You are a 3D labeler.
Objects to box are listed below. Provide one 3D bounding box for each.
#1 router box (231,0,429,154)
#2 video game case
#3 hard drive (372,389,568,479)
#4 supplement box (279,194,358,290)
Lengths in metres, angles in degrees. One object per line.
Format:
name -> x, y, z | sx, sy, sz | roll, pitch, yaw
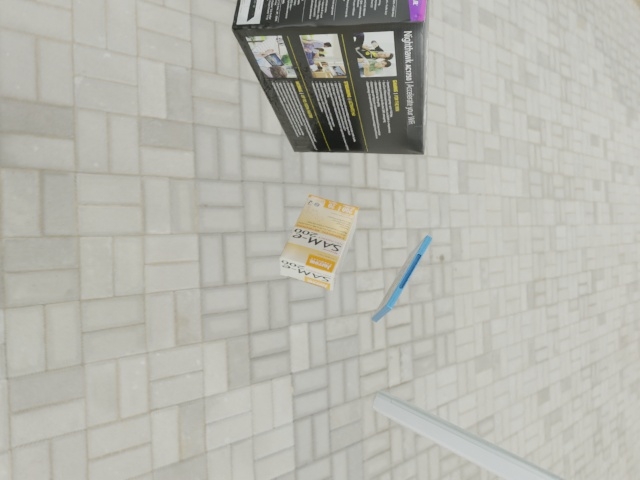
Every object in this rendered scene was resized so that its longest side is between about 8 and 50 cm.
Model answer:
router box -> 0.022, -0.132, 0.402 | 0.179, 0.133, 0.046 | 58, 37, -69
video game case -> 0.156, 0.076, 0.935 | 0.015, 0.119, 0.166 | 33, 69, 6
hard drive -> 0.253, 0.348, 0.799 | 0.040, 0.307, 0.203 | -63, 146, -15
supplement box -> 0.000, 0.000, 0.538 | 0.036, 0.062, 0.099 | 93, 15, -53
